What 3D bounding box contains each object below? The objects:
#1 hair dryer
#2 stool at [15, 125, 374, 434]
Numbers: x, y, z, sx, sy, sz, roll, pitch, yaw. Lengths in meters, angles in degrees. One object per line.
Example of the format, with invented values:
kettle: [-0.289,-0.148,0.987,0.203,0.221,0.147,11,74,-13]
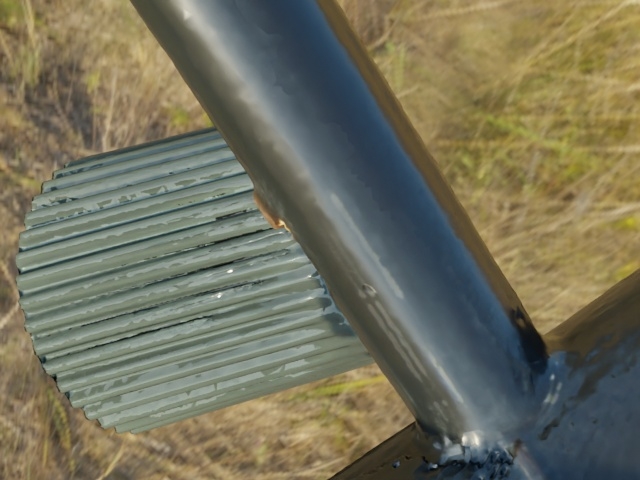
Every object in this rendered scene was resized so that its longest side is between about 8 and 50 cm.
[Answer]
hair dryer: [0.000,0.000,0.447,0.189,0.107,0.352,-35,104,0]
stool: [-0.083,0.023,1.391,0.297,0.330,0.297,30,53,-51]
